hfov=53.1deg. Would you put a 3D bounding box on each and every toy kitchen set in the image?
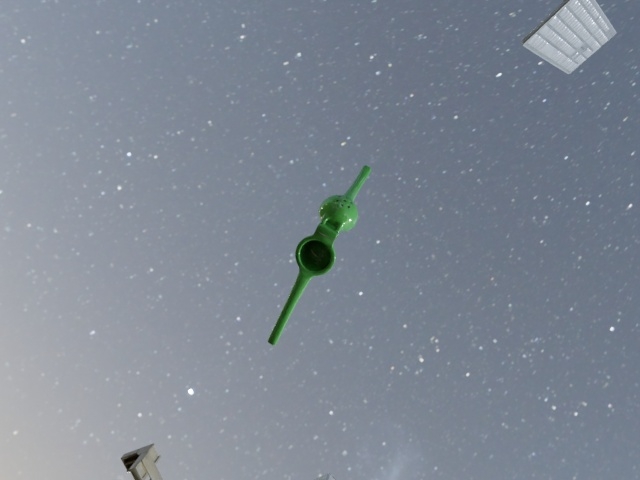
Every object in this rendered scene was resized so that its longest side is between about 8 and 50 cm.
[{"bbox_3d":[-0.351,0.451,1.231,0.075,0.083,0.068,-22,-81,14],"label":"toy kitchen set"}]

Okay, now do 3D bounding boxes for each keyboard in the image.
[{"bbox_3d":[0.278,-0.222,0.699,0.014,0.256,0.072,49,-63,16],"label":"keyboard"}]

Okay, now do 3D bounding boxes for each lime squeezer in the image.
[{"bbox_3d":[0.000,0.000,0.905,0.058,0.311,0.110,32,-18,-11],"label":"lime squeezer"}]

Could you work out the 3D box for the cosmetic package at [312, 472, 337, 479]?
[{"bbox_3d":[0.067,0.528,0.893,0.365,0.197,0.155,44,-53,-10],"label":"cosmetic package"}]
